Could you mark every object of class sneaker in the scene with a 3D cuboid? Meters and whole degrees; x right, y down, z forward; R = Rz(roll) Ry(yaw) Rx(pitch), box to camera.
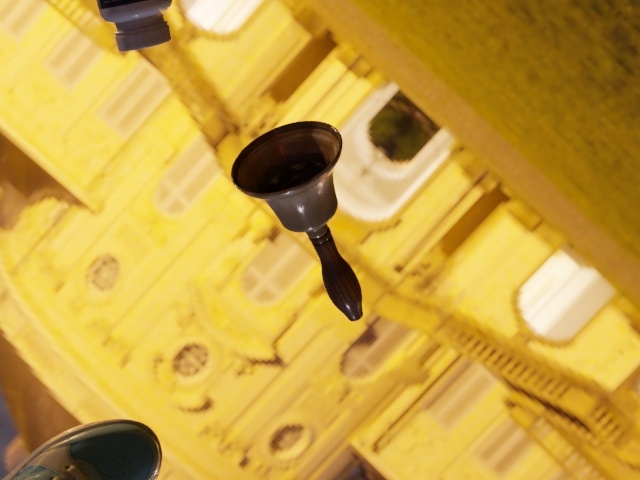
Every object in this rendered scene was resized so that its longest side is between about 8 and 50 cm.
[{"bbox_3d":[-0.261,0.279,1.320,0.127,0.319,0.208,61,154,-8],"label":"sneaker"}]

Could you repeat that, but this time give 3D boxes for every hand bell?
[{"bbox_3d":[0.000,0.000,1.537,0.126,0.126,0.242,54,169,53],"label":"hand bell"}]

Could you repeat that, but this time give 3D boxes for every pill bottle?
[{"bbox_3d":[-0.238,-0.325,1.726,0.094,0.094,0.169,-103,1,-76],"label":"pill bottle"}]
